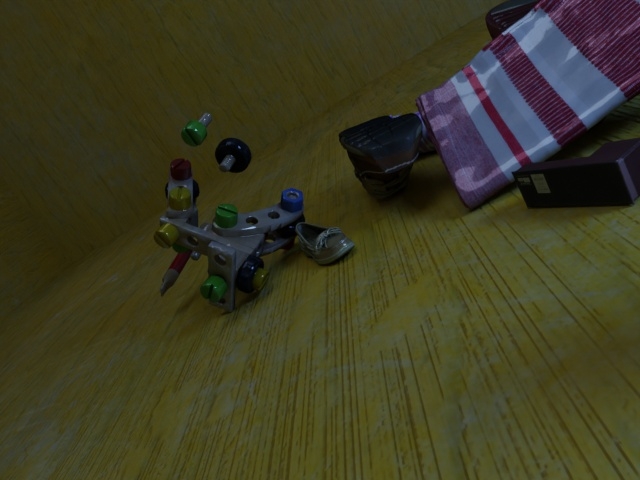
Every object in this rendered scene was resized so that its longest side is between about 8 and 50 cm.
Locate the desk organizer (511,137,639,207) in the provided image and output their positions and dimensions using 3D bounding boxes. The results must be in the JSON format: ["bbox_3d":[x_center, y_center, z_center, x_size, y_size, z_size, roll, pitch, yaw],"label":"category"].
[{"bbox_3d":[0.266,-0.067,0.601,0.050,0.047,0.130,-36,17,-21],"label":"desk organizer"}]

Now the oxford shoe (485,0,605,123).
[{"bbox_3d":[0.345,-0.247,0.877,0.122,0.130,0.348,-16,39,13],"label":"oxford shoe"}]

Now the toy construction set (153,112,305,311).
[{"bbox_3d":[-0.192,0.014,0.971,0.309,0.257,0.237,-45,16,43],"label":"toy construction set"}]

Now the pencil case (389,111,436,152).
[{"bbox_3d":[0.206,-0.208,1.050,0.086,0.088,0.206,-45,21,-31],"label":"pencil case"}]

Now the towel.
[{"bbox_3d":[0.282,-0.211,0.748,0.329,0.037,0.237,-37,40,23],"label":"towel"}]

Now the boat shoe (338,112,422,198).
[{"bbox_3d":[0.108,-0.135,0.965,0.122,0.120,0.324,-19,13,4],"label":"boat shoe"}]

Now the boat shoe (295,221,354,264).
[{"bbox_3d":[0.001,-0.001,0.894,0.056,0.048,0.153,-36,16,-12],"label":"boat shoe"}]
